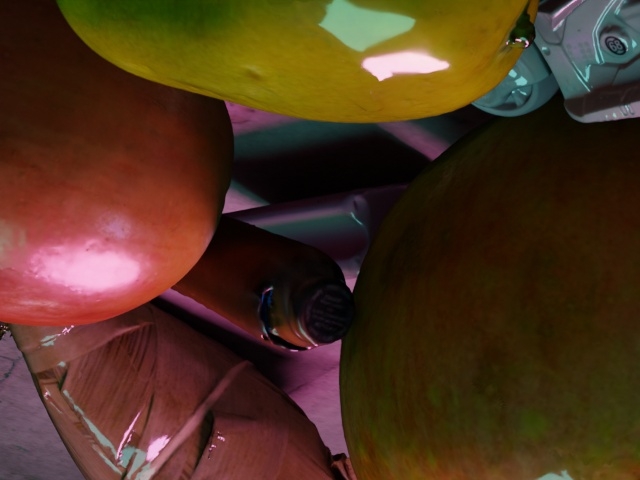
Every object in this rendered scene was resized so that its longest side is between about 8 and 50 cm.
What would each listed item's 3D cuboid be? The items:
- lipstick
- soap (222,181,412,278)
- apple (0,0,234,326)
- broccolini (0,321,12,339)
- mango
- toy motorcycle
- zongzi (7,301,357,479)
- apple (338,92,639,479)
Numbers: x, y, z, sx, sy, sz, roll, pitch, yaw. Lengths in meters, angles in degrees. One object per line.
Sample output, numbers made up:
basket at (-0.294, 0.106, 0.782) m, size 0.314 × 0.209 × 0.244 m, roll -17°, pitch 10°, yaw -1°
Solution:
lipstick at (-0.094, 0.005, 1.210) m, size 0.077 × 0.077 × 0.418 m, roll 26°, pitch 178°, yaw -31°
soap at (0.000, 0.000, 1.294) m, size 0.203 × 0.065 × 0.122 m, roll -9°, pitch 179°, yaw 45°
apple at (-0.188, -0.054, 1.092) m, size 0.241 × 0.242 × 0.242 m, roll 24°, pitch 157°, yaw -31°
broccolini at (-0.335, 0.049, 1.734) m, size 0.057 × 0.071 × 0.254 m, roll 52°, pitch 163°, yaw 15°
mango at (-0.006, -0.137, 0.880) m, size 0.185 × 0.149 × 0.273 m, roll 21°, pitch 165°, yaw -38°
toy motorcycle at (0.164, -0.123, 0.905) m, size 0.254 × 0.112 × 0.112 m, roll -4°, pitch 153°, yaw 44°
zongzi at (-0.204, 0.151, 1.850) m, size 0.467 × 0.218 × 0.500 m, roll 51°, pitch 168°, yaw -8°
apple at (0.179, 0.074, 1.093) m, size 0.340 × 0.339 × 0.339 m, roll 12°, pitch 160°, yaw 4°
